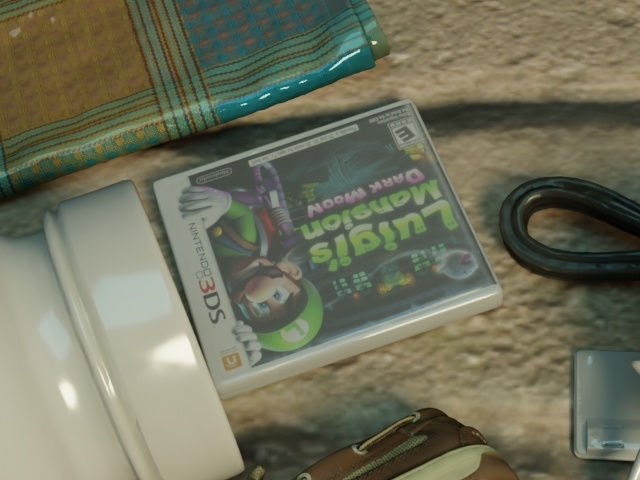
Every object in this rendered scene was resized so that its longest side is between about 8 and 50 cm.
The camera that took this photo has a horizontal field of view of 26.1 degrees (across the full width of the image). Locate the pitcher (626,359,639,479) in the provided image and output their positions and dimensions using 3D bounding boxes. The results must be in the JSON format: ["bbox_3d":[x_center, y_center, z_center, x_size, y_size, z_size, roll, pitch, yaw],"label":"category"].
[{"bbox_3d":[0.226,0.088,0.739,0.177,0.125,0.207,-16,70,17],"label":"pitcher"}]

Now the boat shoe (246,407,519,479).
[{"bbox_3d":[-0.019,0.173,0.753,0.257,0.095,0.095,-23,41,-15],"label":"boat shoe"}]

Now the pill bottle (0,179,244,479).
[{"bbox_3d":[-0.259,0.119,0.732,0.407,0.229,0.229,-21,55,-6],"label":"pill bottle"}]

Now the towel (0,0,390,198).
[{"bbox_3d":[-0.160,-0.171,1.033,0.370,0.040,0.271,-19,54,-5],"label":"towel"}]

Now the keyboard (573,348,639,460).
[{"bbox_3d":[0.277,0.098,0.799,0.256,0.014,0.072,1,51,9],"label":"keyboard"}]

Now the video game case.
[{"bbox_3d":[0.000,0.000,0.901,0.190,0.022,0.173,-18,55,-4],"label":"video game case"}]

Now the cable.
[{"bbox_3d":[0.258,0.014,0.850,0.287,0.072,0.140,-7,71,19],"label":"cable"}]
